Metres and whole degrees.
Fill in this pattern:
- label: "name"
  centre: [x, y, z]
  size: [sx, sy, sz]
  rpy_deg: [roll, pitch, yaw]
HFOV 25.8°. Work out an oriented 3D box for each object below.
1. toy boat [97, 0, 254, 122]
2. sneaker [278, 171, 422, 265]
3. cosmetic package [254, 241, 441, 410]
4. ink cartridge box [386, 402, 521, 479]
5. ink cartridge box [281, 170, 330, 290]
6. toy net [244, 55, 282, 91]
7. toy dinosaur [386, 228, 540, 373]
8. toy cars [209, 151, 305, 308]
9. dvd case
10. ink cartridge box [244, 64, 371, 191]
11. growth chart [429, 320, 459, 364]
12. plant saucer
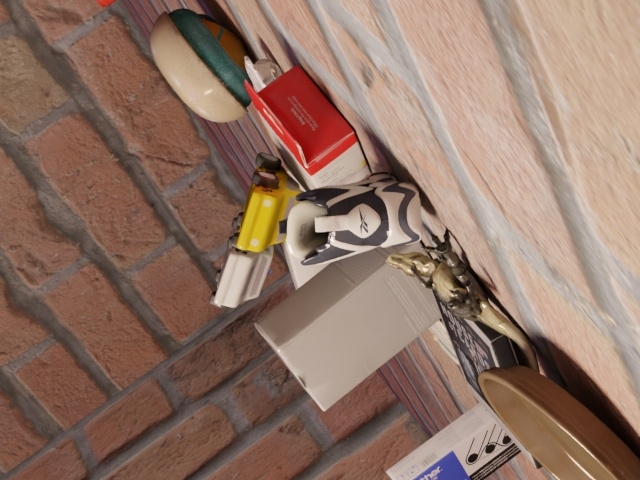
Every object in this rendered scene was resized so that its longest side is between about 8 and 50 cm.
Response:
- label: "toy boat"
  centre: [-0.204, -0.323, 2.117]
  size: [0.318, 0.148, 0.267]
  rpy_deg: [48, -176, -29]
- label: "sneaker"
  centre: [0.018, -0.026, 1.648]
  size: [0.235, 0.153, 0.094]
  rpy_deg: [-145, 50, -75]
- label: "cosmetic package"
  centre: [0.048, 0.097, 1.845]
  size: [0.127, 0.238, 0.107]
  rpy_deg: [58, 174, -29]
- label: "ink cartridge box"
  centre: [0.203, 0.308, 2.000]
  size: [0.046, 0.207, 0.097]
  rpy_deg: [49, 173, 50]
- label: "ink cartridge box"
  centre: [0.000, 0.000, 2.106]
  size: [0.273, 0.115, 0.198]
  rpy_deg: [105, 148, -85]
- label: "toy net"
  centre: [-0.058, -0.200, 2.007]
  size: [0.122, 0.045, 0.232]
  rpy_deg: [53, 174, 40]
- label: "toy dinosaur"
  centre: [0.163, 0.061, 1.584]
  size: [0.268, 0.064, 0.118]
  rpy_deg: [45, 174, 39]
- label: "toy cars"
  centre: [-0.079, -0.002, 1.908]
  size: [0.087, 0.176, 0.393]
  rpy_deg: [18, 155, -5]
- label: "dvd case"
  centre: [0.209, 0.154, 1.751]
  size: [0.179, 0.030, 0.238]
  rpy_deg: [51, 169, 52]
- label: "ink cartridge box"
  centre: [-0.008, -0.127, 1.788]
  size: [0.134, 0.078, 0.231]
  rpy_deg: [51, 175, 27]
- label: "growth chart"
  centre: [0.169, 0.114, 2.109]
  size: [0.237, 0.021, 0.172]
  rpy_deg: [58, 174, -36]
- label: "plant saucer"
  centre: [0.279, 0.230, 1.486]
  size: [0.278, 0.041, 0.278]
  rpy_deg: [46, 172, 8]
